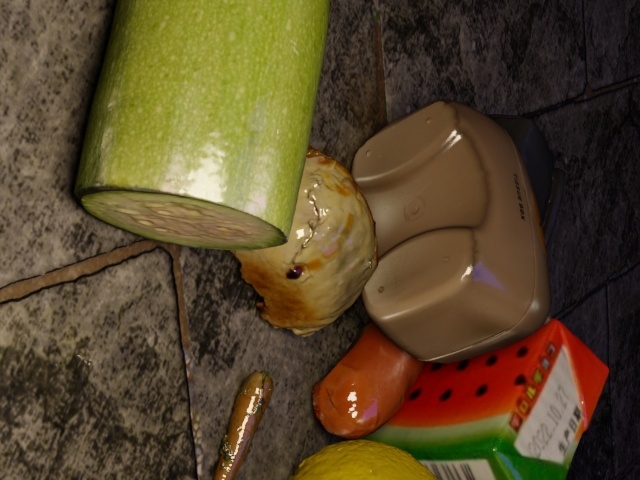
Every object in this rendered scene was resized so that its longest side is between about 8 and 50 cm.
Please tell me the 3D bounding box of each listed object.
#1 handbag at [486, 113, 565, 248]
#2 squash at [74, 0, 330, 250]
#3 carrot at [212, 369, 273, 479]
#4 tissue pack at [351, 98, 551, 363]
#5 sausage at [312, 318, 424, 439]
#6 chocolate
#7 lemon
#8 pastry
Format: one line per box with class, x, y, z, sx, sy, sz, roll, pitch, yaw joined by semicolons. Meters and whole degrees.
handbag;0.362;-0.048;2.265;0.275;0.178;0.301;45;56;-48
squash;-0.129;-0.202;1.439;0.263;0.263;0.384;28;69;-54
carrot;-0.123;0.298;1.683;0.049;0.049;0.254;42;62;-50
tissue pack;0.212;-0.004;1.897;0.277;0.267;0.387;35;40;-43
sausage;0.082;0.215;1.906;0.258;0.133;0.133;-48;131;-46
chocolate;0.245;0.294;1.978;0.161;0.360;0.341;57;46;-24
lemon;0.078;0.432;1.746;0.268;0.322;0.268;-43;153;-28
pastry;0.005;0.001;1.740;0.236;0.170;0.256;-57;141;-34
